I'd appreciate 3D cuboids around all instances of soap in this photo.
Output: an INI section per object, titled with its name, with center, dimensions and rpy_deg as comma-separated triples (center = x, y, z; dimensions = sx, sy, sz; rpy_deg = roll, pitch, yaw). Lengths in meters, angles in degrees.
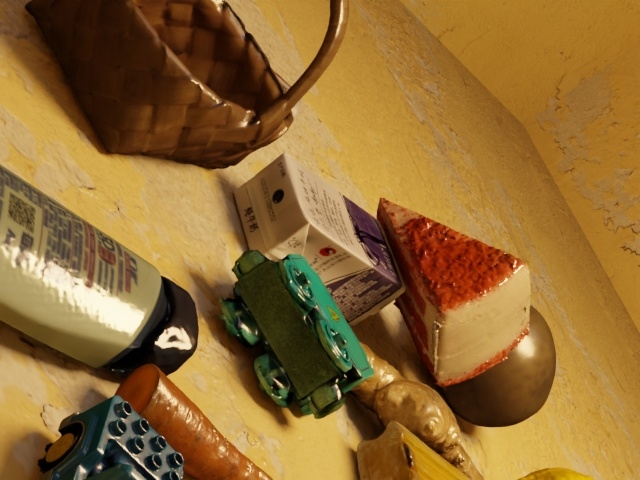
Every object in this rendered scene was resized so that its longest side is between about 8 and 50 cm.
[soap]
center = 0.143, 0.324, 1.328
dimensions = 0.232, 0.073, 0.140
rpy_deg = 42, 24, -33

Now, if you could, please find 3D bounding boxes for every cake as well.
[cake]
center = 0.184, 0.044, 1.576
dimensions = 0.158, 0.159, 0.262
rpy_deg = 84, -12, -45

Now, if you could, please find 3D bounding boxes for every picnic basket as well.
[picnic basket]
center = -0.115, -0.257, 1.340
dimensions = 0.293, 0.337, 0.337
rpy_deg = 58, 19, 12

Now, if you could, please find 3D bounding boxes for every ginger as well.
[ginger]
center = 0.128, 0.238, 1.431
dimensions = 0.148, 0.081, 0.334
rpy_deg = 13, -29, 49

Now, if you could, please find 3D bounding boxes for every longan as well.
[longan]
center = 0.250, 0.166, 1.681
dimensions = 0.198, 0.198, 0.212
rpy_deg = 29, 32, -51

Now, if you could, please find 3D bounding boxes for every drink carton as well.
[drink carton]
center = 0.000, 0.001, 1.501
dimensions = 0.222, 0.102, 0.134
rpy_deg = 35, 28, -43

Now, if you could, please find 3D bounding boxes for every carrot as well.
[carrot]
center = -0.098, 0.191, 1.020
dimensions = 0.210, 0.061, 0.061
rpy_deg = 46, 20, -34

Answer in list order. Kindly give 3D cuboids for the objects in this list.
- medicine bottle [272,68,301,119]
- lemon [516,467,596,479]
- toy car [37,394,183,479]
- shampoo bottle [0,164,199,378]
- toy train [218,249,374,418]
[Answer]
[medicine bottle]
center = -0.098, -0.224, 1.681
dimensions = 0.140, 0.079, 0.079
rpy_deg = 38, 25, -38
[lemon]
center = 0.314, 0.385, 1.472
dimensions = 0.180, 0.180, 0.193
rpy_deg = -16, 88, -70
[toy car]
center = -0.146, 0.194, 0.827
dimensions = 0.097, 0.100, 0.191
rpy_deg = 50, 23, -24
[shampoo bottle]
center = -0.244, 0.015, 0.937
dimensions = 0.359, 0.078, 0.134
rpy_deg = 38, 28, -39
[toy train]
center = -0.026, 0.101, 1.270
dimensions = 0.198, 0.107, 0.154
rpy_deg = 59, 12, 11
